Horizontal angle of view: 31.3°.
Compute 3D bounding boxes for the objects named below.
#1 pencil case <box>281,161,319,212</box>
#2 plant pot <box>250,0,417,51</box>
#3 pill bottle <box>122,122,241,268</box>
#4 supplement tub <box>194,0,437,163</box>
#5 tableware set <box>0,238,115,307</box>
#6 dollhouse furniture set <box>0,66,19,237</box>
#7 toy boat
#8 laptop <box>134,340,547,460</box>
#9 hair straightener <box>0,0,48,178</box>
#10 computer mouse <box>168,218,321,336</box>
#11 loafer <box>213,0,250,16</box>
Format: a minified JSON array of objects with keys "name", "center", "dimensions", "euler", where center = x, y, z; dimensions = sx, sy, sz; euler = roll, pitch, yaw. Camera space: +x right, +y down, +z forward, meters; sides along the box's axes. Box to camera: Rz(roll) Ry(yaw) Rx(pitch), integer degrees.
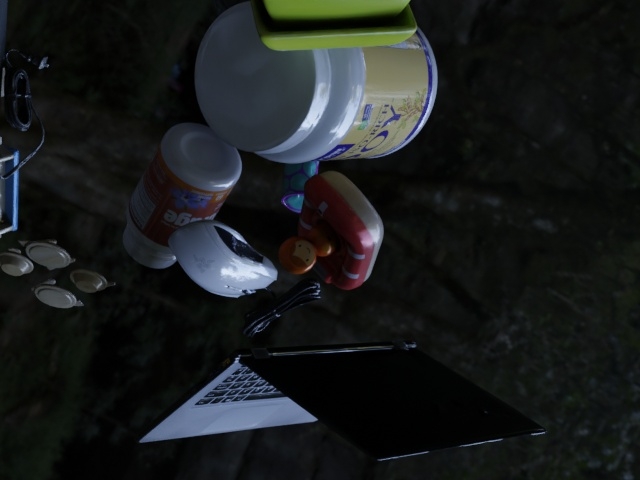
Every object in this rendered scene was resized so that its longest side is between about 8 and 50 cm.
[{"name":"pencil case","center":[-0.028,-0.122,2.006],"dimensions":[0.064,0.070,0.151],"euler":[80,13,-54]},{"name":"plant pot","center":[0.011,-0.363,1.399],"dimensions":[0.227,0.228,0.207],"euler":[-104,-168,-48]},{"name":"pill bottle","center":[-0.208,-0.058,1.651],"dimensions":[0.216,0.121,0.121],"euler":[-54,-162,41]},{"name":"supplement tub","center":[-0.001,-0.235,1.663],"dimensions":[0.241,0.241,0.331],"euler":[-51,159,27]},{"name":"tableware set","center":[-0.390,0.047,1.658],"dimensions":[0.141,0.169,0.020],"euler":[-14,-130,32]},{"name":"dollhouse furniture set","center":[-0.625,-0.115,1.705],"dimensions":[0.286,0.198,0.303],"euler":[-31,133,-53]},{"name":"toy boat","center":[0.000,0.000,1.798],"dimensions":[0.151,0.151,0.231],"euler":[-32,157,-24]},{"name":"laptop","center":[0.025,0.275,1.632],"dimensions":[0.408,0.382,0.236],"euler":[-41,-119,34]},{"name":"hair straightener","center":[-0.337,-0.181,1.222],"dimensions":[0.047,0.089,0.230],"euler":[134,-48,-85]},{"name":"computer mouse","center":[-0.084,0.041,1.170],"dimensions":[0.106,0.193,0.042],"euler":[-25,-128,24]},{"name":"loafer","center":[-0.144,-0.450,1.744],"dimensions":[0.084,0.096,0.267],"euler":[143,-54,-69]}]
